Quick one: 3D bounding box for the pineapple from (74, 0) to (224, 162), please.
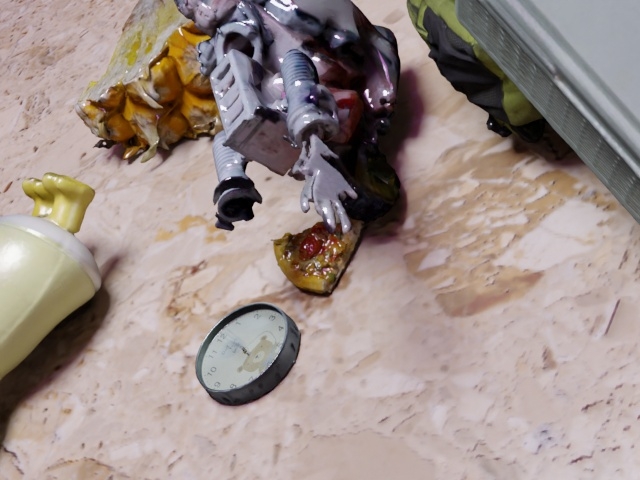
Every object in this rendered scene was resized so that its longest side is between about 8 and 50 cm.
[{"bbox_3d":[-0.141,-0.181,1.100,0.236,0.114,0.186,-23,40,22],"label":"pineapple"}]

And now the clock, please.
[{"bbox_3d":[-0.055,0.082,0.832,0.085,0.017,0.085,-22,40,20],"label":"clock"}]

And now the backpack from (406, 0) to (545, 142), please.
[{"bbox_3d":[0.168,-0.190,0.848,0.207,0.140,0.253,-33,29,3],"label":"backpack"}]

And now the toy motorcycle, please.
[{"bbox_3d":[-0.022,-0.108,0.855,0.134,0.207,0.401,-42,33,30],"label":"toy motorcycle"}]

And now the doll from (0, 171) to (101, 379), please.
[{"bbox_3d":[-0.284,0.075,0.938,0.141,0.117,0.296,-1,49,50],"label":"doll"}]

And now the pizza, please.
[{"bbox_3d":[-0.001,0.000,0.868,0.078,0.025,0.083,-44,38,-7],"label":"pizza"}]

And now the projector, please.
[{"bbox_3d":[0.226,-0.121,0.651,0.192,0.099,0.257,-38,76,-3],"label":"projector"}]
